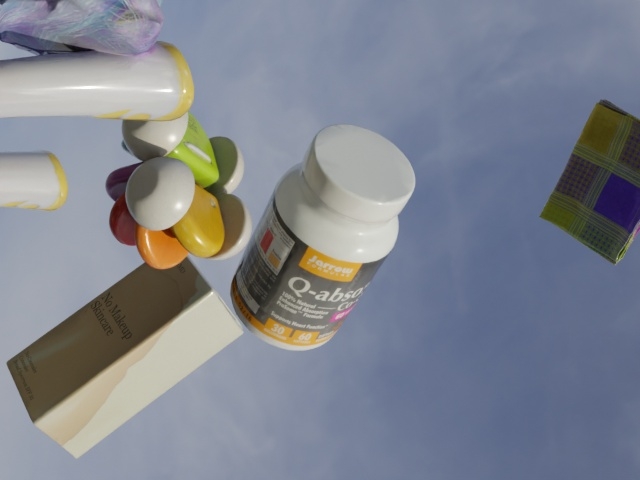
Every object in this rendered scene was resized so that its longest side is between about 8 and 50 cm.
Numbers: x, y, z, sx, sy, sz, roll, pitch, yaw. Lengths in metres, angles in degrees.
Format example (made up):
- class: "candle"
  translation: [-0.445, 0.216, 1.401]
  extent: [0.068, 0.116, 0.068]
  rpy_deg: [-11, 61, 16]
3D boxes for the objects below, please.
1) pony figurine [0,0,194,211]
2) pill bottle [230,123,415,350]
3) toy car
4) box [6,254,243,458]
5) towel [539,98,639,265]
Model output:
- class: "pony figurine"
  translation: [-0.247, -0.056, 0.357]
  extent: [0.351, 0.363, 0.303]
  rpy_deg: [-20, -93, 52]
- class: "pill bottle"
  translation: [0.000, 0.000, 1.085]
  extent: [0.278, 0.162, 0.162]
  rpy_deg: [-61, -144, 42]
- class: "toy car"
  translation: [-0.165, -0.055, 0.921]
  extent: [0.136, 0.159, 0.182]
  rpy_deg: [-21, -119, 22]
- class: "box"
  translation: [-0.288, 0.159, 1.295]
  extent: [0.311, 0.121, 0.148]
  rpy_deg: [-38, -132, -9]
- class: "towel"
  translation: [0.167, -0.035, 0.502]
  extent: [0.060, 0.009, 0.083]
  rpy_deg: [39, -60, 32]
